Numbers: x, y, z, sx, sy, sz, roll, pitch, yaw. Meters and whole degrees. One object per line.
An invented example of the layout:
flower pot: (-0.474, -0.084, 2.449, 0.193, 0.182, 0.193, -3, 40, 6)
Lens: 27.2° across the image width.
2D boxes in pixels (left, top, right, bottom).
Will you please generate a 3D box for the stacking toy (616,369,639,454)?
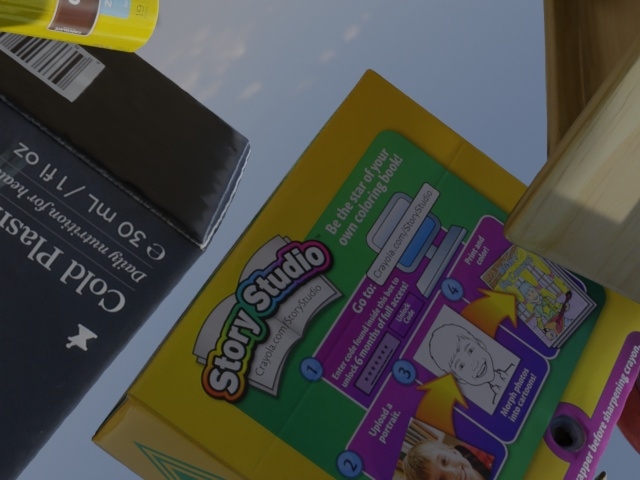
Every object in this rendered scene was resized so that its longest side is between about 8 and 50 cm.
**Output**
stacking toy: (0.412, 0.159, 1.195, 0.130, 0.309, 0.279, -40, -178, 34)

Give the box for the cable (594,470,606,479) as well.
cable: (0.324, 0.376, 1.660, 0.139, 0.287, 0.072, 29, -129, 36)

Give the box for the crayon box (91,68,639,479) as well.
crayon box: (0.062, 0.093, 1.003, 0.363, 0.313, 0.106, -55, -178, -36)

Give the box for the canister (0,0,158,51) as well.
canister: (-0.200, -0.201, 0.912, 0.073, 0.170, 0.126, -18, -110, 57)

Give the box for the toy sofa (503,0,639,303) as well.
toy sofa: (0.220, -0.116, 0.783, 0.150, 0.177, 0.362, -57, -167, 36)

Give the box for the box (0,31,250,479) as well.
box: (-0.406, -0.022, 1.285, 0.472, 0.480, 0.297, -49, -170, 22)
